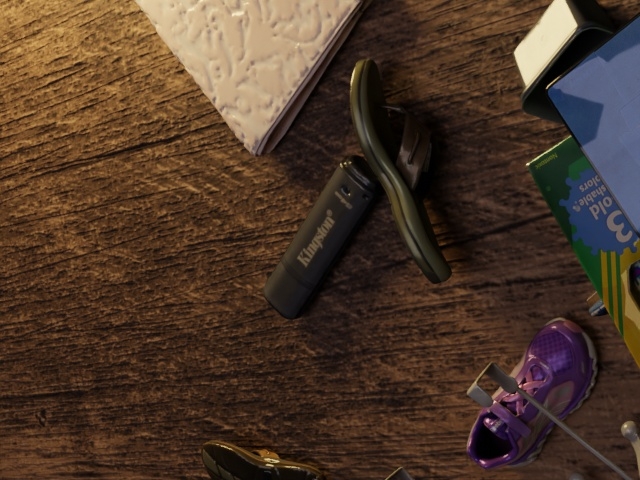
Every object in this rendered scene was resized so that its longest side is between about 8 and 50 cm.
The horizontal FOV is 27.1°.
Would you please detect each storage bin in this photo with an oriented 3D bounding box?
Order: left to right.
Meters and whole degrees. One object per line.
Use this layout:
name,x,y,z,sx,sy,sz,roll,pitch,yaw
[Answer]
storage bin,0.287,-0.216,1.527,0.135,0.098,0.091,-52,38,37

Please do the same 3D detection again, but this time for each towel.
towel,-0.103,-0.338,1.868,0.332,0.053,0.317,53,129,19

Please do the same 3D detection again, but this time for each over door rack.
over door rack,0.267,0.294,1.597,0.324,0.108,0.239,32,126,-3

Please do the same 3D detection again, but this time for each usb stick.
usb stick,0.000,0.000,1.861,0.077,0.045,0.278,50,128,23

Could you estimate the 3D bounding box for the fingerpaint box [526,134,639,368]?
fingerpaint box,0.485,-0.033,1.295,0.445,0.163,0.371,-34,77,33

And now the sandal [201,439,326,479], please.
sandal,-0.081,0.349,2.016,0.219,0.060,0.090,4,109,27

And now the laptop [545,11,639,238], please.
laptop,0.399,-0.073,1.116,0.236,0.408,0.382,42,121,-15

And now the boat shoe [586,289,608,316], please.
boat shoe,0.367,0.015,1.526,0.183,0.066,0.066,-46,64,28

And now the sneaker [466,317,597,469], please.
sneaker,0.253,0.201,1.641,0.095,0.105,0.236,44,125,28

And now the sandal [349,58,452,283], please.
sandal,0.118,-0.094,1.705,0.086,0.120,0.302,-24,85,15
